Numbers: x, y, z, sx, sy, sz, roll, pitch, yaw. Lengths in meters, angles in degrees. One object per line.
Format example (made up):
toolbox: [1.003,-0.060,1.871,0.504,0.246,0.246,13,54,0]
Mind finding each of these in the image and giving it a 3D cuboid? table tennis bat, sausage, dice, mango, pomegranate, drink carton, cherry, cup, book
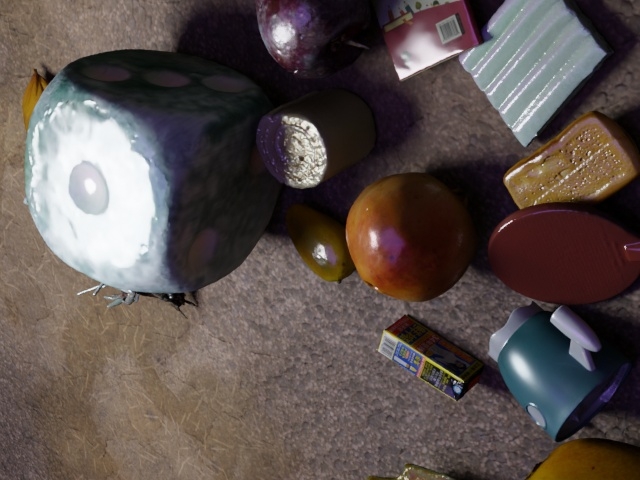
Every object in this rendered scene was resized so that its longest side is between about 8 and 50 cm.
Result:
table tennis bat: [0.388,0.019,1.522,0.310,0.038,0.200,-8,132,28]
sausage: [-0.540,-0.193,2.182,0.112,0.112,0.328,-8,102,41]
dice: [-0.276,-0.126,1.832,0.328,0.348,0.330,25,118,25]
mango: [0.000,0.000,1.850,0.161,0.076,0.103,47,137,16]
pomegranate: [0.138,-0.009,1.645,0.209,0.209,0.209,17,120,32]
drink carton: [0.185,0.198,1.794,0.166,0.071,0.056,33,131,24]
mango: [0.467,0.439,1.586,0.378,0.221,0.263,21,118,19]
cherry: [-0.011,-0.347,1.629,0.195,0.195,0.195,17,120,32]
cup: [0.346,0.186,1.599,0.173,0.167,0.299,43,157,26]
book: [0.139,-0.370,1.575,0.162,0.022,0.231,-19,89,45]

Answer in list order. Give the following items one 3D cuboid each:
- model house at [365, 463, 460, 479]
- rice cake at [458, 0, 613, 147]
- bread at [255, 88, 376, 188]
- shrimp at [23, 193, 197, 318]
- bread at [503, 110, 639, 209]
model house: [0.167,0.502,1.883,0.268,0.173,0.239,13,119,32]
rice cake: [0.299,-0.259,1.508,0.189,0.037,0.198,54,134,7]
bread: [-0.006,-0.167,1.732,0.148,0.141,0.134,20,125,33]
shrimp: [-0.406,0.016,2.074,0.166,0.221,0.410,-10,130,31]
bread: [0.360,-0.098,1.507,0.116,0.077,0.200,54,132,4]
